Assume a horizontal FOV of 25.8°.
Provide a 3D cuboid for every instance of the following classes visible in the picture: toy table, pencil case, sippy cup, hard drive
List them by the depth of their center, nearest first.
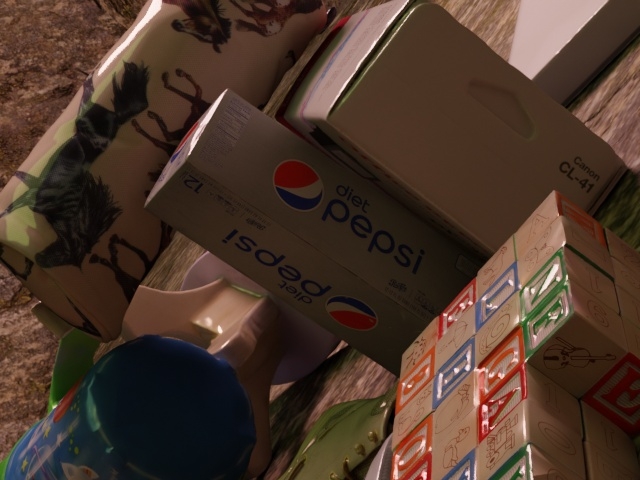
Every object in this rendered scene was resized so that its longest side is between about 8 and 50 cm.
[{"bbox_3d":[-0.153,-0.102,1.308,0.410,0.160,0.183,-57,-16,-14],"label":"pencil case"},{"bbox_3d":[-0.173,0.214,1.336,0.240,0.305,0.224,-48,-5,-45],"label":"sippy cup"},{"bbox_3d":[0.284,-0.270,1.443,0.233,0.047,0.353,-47,13,32],"label":"hard drive"},{"bbox_3d":[-0.106,0.110,1.493,0.161,0.252,0.274,-43,-6,-37],"label":"toy table"}]

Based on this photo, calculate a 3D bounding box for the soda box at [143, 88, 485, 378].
[{"bbox_3d":[0.000,0.000,1.194,0.098,0.286,0.091,-41,20,52],"label":"soda box"}]

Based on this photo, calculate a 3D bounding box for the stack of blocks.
[{"bbox_3d":[0.127,0.112,0.851,0.171,0.087,0.297,-49,12,24],"label":"stack of blocks"}]

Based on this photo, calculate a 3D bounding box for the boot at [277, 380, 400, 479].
[{"bbox_3d":[0.022,0.195,1.076,0.165,0.077,0.213,-35,19,55],"label":"boot"}]

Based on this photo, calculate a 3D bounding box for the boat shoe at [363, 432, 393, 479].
[{"bbox_3d":[0.035,0.239,0.880,0.094,0.109,0.302,-65,-6,34],"label":"boat shoe"}]

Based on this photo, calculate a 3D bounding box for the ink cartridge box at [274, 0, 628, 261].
[{"bbox_3d":[0.098,-0.092,1.222,0.131,0.226,0.306,-53,10,0],"label":"ink cartridge box"}]
